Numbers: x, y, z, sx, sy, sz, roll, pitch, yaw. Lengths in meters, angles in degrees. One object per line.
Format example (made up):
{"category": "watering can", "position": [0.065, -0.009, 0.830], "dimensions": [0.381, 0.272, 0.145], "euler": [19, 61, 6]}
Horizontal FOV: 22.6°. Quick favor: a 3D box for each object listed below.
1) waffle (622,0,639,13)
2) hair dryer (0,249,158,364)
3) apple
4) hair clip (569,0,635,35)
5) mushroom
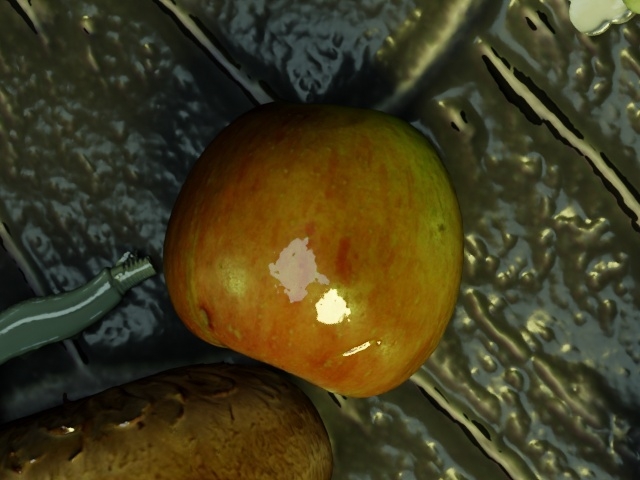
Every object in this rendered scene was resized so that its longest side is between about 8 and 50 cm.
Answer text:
{"category": "waffle", "position": [0.292, -0.173, 0.966], "dimensions": [0.224, 0.054, 0.204], "euler": [-12, 95, 3]}
{"category": "hair dryer", "position": [-0.221, 0.121, 1.154], "dimensions": [0.225, 0.088, 0.218], "euler": [-4, 101, 0]}
{"category": "apple", "position": [0.000, 0.000, 1.012], "dimensions": [0.196, 0.196, 0.195], "euler": [2, 96, 15]}
{"category": "hair clip", "position": [0.174, -0.254, 1.012], "dimensions": [0.140, 0.054, 0.220], "euler": [-30, 90, 11]}
{"category": "mushroom", "position": [-0.136, 0.172, 1.035], "dimensions": [0.297, 0.278, 0.163], "euler": [-19, 75, -1]}
